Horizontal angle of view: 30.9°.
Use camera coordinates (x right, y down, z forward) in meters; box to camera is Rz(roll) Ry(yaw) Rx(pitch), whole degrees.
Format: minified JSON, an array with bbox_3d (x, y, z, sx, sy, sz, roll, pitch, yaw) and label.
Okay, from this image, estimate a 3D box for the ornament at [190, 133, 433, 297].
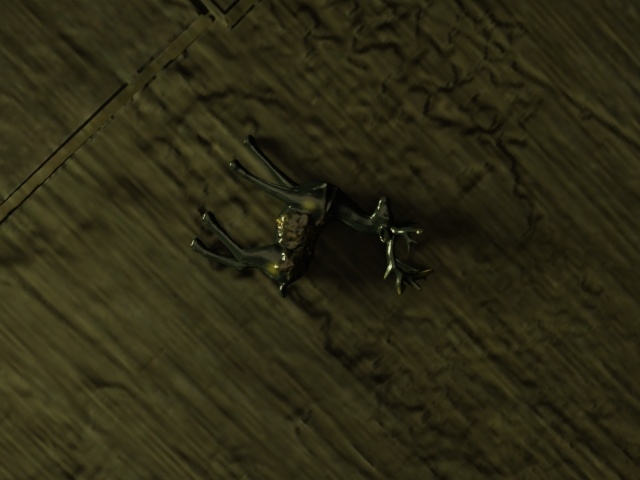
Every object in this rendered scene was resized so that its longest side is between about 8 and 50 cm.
[{"bbox_3d":[0.000,0.000,0.623,0.125,0.028,0.073,25,93,-4],"label":"ornament"}]
